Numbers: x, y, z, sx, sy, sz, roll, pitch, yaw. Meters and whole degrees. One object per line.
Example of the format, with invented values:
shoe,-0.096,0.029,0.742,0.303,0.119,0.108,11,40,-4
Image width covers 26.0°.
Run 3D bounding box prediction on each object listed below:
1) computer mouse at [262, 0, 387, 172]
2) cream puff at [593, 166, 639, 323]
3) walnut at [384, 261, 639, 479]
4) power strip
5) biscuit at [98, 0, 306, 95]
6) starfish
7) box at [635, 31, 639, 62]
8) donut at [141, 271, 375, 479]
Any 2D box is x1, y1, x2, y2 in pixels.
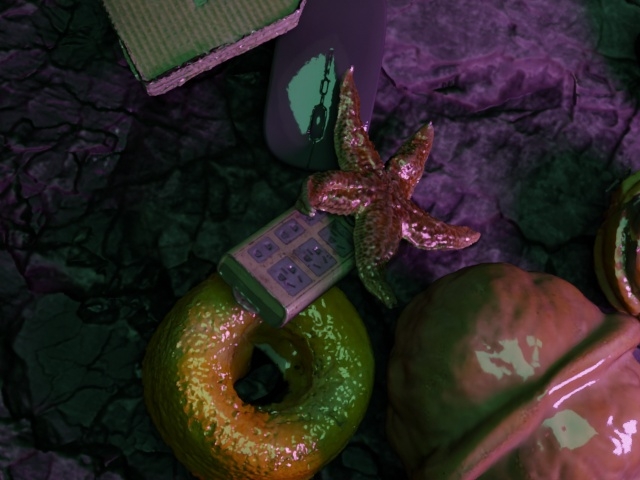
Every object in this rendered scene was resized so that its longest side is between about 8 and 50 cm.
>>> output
computer mouse,0.005,-0.190,1.513,0.120,0.057,0.232,12,79,-7
cream puff,0.377,0.006,1.511,0.189,0.129,0.189,0,90,-11
walnut,0.199,0.161,1.388,0.285,0.285,0.296,-37,83,-13
power strip,0.000,0.000,1.432,0.092,0.034,0.268,44,42,9
biscuit,-0.108,-0.266,1.487,0.250,0.046,0.147,-28,69,-7
starfish,0.070,-0.048,1.449,0.236,0.062,0.277,6,59,-33
box,0.471,-0.208,1.581,0.201,0.090,0.144,-15,84,-12
donut,-0.058,0.135,1.428,0.253,0.118,0.253,7,68,-18
